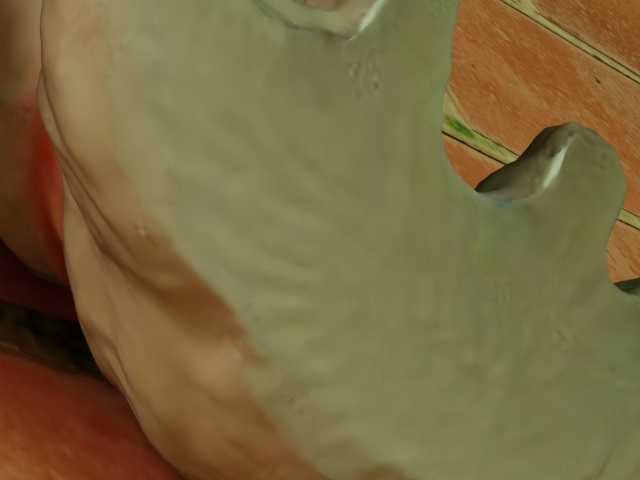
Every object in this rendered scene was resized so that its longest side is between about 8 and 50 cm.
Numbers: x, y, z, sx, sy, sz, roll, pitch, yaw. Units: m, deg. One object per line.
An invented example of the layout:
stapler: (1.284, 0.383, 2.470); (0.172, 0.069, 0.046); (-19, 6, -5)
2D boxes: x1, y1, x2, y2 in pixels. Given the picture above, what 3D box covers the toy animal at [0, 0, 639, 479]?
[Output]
toy animal: (0.000, 0.000, 0.610); (0.308, 0.188, 0.266); (1, 77, -45)
